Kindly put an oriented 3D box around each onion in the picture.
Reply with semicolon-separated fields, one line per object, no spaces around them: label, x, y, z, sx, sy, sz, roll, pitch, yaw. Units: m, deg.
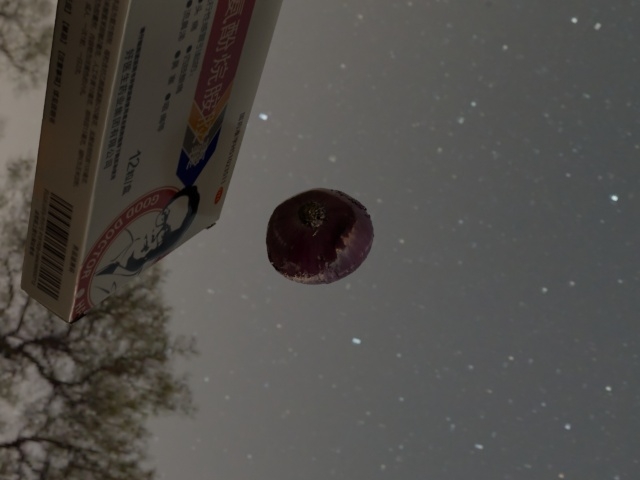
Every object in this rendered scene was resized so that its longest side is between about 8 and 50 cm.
onion;0.000;0.000;1.043;0.104;0.115;0.115;82;0;-47

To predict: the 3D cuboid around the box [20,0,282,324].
box;-0.127;-0.117;0.802;0.214;0.069;0.353;-40;159;-48
